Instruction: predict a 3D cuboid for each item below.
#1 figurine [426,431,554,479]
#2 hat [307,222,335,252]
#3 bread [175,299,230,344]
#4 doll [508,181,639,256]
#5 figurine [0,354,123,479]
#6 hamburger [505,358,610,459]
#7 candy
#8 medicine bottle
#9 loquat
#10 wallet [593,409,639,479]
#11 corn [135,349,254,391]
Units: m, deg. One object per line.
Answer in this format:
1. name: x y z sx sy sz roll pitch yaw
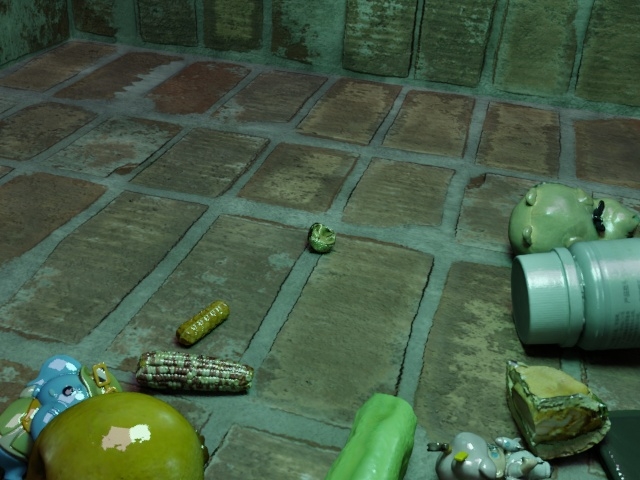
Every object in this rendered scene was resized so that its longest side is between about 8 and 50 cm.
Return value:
1. figurine: 0.289 0.394 1.263 0.228 0.112 0.137 6 3 -9
2. hat: -0.001 0.000 1.942 0.076 0.059 0.077 19 36 -5
3. bread: -0.261 0.182 1.617 0.052 0.044 0.157 17 33 27
4. doll: 0.675 -0.025 1.894 0.349 0.247 0.247 14 29 -9
5. figurine: -0.466 0.329 1.279 0.180 0.154 0.262 29 56 22
6. hamburger: 0.440 0.318 1.396 0.155 0.135 0.208 -2 12 -10
7. candy: 0.069 0.397 1.201 0.131 0.142 0.343 1 27 22
8. medicine bottle: 0.596 0.122 1.613 0.306 0.245 0.245 -4 30 3
9. loquat: -0.300 0.358 1.107 0.274 0.275 0.275 3 31 -2
10. wallet: 0.596 0.413 1.318 0.168 0.052 0.245 -1 35 -6
11. corn: -0.252 0.267 1.454 0.237 0.080 0.079 8 30 -2
